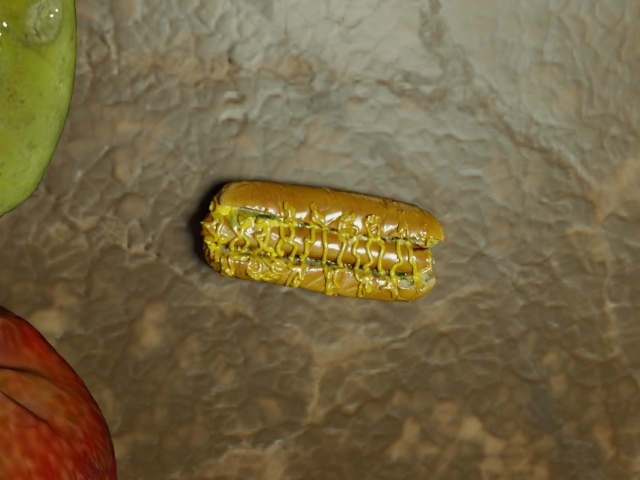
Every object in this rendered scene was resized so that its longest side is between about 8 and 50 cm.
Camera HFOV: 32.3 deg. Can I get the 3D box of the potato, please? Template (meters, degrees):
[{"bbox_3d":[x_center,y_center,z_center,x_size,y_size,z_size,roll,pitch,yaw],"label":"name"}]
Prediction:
[{"bbox_3d":[-0.233,-0.116,0.612,0.197,0.148,0.228,27,106,8],"label":"potato"}]

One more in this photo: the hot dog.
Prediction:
[{"bbox_3d":[0.000,0.000,0.735,0.165,0.045,0.071,8,105,-13],"label":"hot dog"}]

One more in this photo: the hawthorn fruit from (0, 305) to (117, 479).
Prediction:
[{"bbox_3d":[-0.252,0.167,0.630,0.275,0.275,0.299,-1,115,-10],"label":"hawthorn fruit"}]
